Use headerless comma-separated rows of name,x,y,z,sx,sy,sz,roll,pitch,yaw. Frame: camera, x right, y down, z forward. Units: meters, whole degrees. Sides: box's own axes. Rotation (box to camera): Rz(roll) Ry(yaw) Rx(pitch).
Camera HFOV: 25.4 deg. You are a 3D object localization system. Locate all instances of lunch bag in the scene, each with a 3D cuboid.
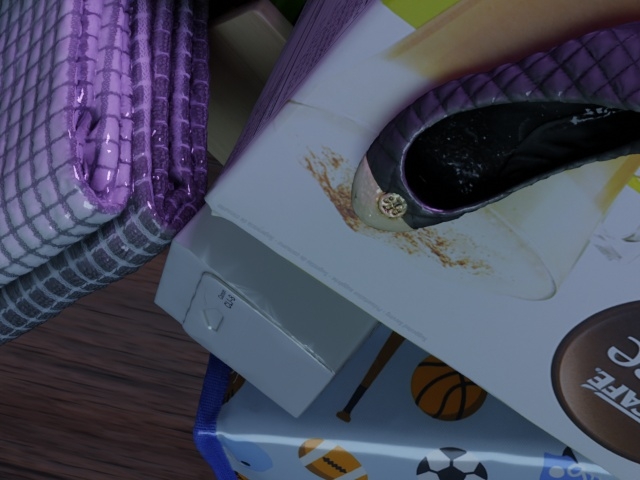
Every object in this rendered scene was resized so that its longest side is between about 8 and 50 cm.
lunch bag,0.100,0.150,1.118,0.328,0.239,0.385,6,148,12

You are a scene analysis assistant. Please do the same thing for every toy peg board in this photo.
toy peg board,-0.026,-0.116,1.037,0.161,0.079,0.161,45,146,-24

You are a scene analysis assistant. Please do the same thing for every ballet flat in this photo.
ballet flat,0.076,-0.042,0.591,0.173,0.049,0.057,-25,118,38

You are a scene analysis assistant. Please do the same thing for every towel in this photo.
towel,-0.180,-0.091,0.969,0.121,0.283,0.235,20,146,-36

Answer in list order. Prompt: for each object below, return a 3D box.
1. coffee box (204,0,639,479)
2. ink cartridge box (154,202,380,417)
coffee box,0.200,-0.116,0.751,0.338,0.338,0.334,34,134,-12
ink cartridge box,0.000,0.000,0.903,0.127,0.176,0.128,40,158,4
